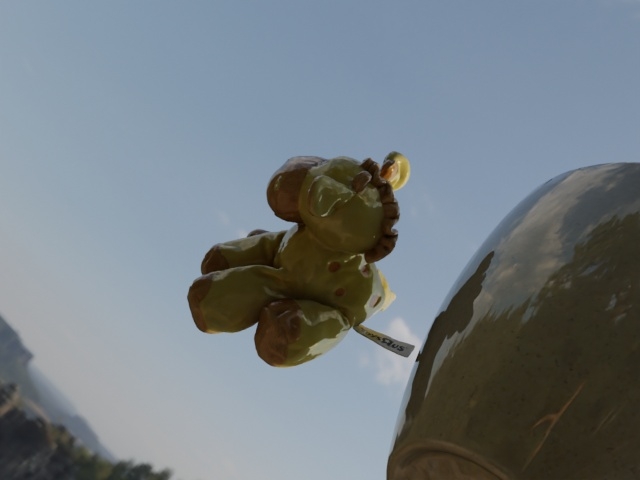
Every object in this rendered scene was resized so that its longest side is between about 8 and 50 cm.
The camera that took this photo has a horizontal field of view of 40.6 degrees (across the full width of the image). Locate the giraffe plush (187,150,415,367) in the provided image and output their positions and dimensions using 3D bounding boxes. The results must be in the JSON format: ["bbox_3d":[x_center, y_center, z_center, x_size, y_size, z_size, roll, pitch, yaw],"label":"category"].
[{"bbox_3d":[0.000,0.000,0.768,0.210,0.181,0.170,13,-61,3],"label":"giraffe plush"}]

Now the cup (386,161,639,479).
[{"bbox_3d":[0.184,0.143,0.607,0.331,0.237,0.331,33,-40,33],"label":"cup"}]
